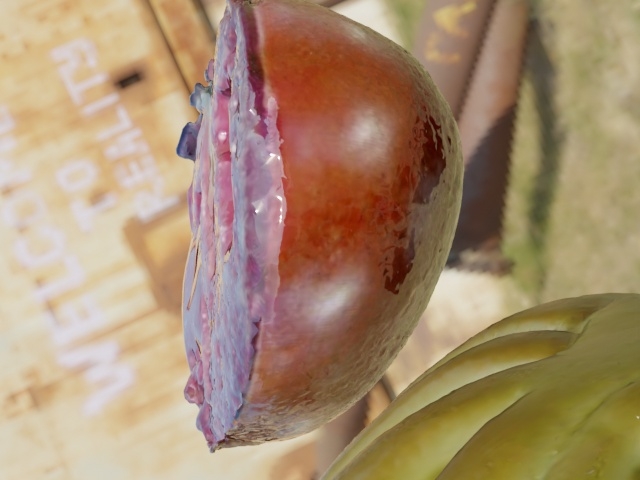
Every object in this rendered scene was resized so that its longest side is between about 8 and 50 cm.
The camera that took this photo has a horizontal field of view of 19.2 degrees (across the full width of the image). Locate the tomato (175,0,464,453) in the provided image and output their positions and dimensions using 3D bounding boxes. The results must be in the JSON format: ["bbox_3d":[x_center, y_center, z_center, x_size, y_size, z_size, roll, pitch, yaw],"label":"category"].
[{"bbox_3d":[0.003,0.003,1.280,0.335,0.176,0.289,113,159,-57],"label":"tomato"}]

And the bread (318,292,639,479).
[{"bbox_3d":[0.134,0.102,0.583,0.333,0.333,0.160,-135,48,-74],"label":"bread"}]
